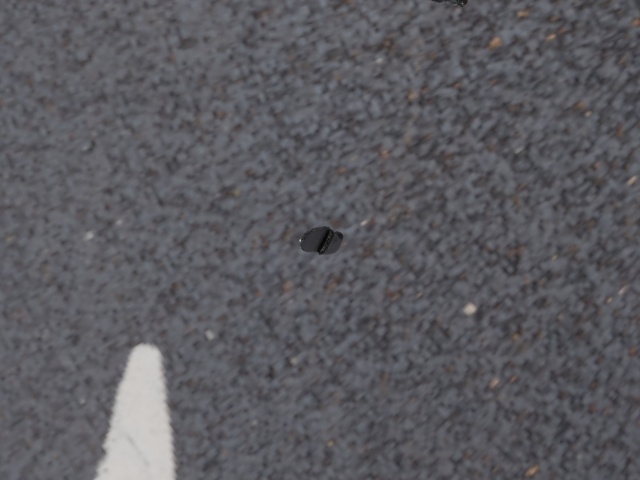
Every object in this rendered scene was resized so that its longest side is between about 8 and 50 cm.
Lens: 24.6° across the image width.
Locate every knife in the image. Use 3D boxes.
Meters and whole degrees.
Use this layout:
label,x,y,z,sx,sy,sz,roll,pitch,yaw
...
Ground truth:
label,x,y,z,sx,sy,sz,roll,pitch,yaw
knife,0.000,0.000,1.068,0.010,0.170,0.023,22,93,8

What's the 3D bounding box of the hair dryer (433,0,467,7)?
label,x,y,z,sx,sy,sz,roll,pitch,yaw
hair dryer,0.050,-0.165,0.876,0.083,0.079,0.031,23,142,-18
